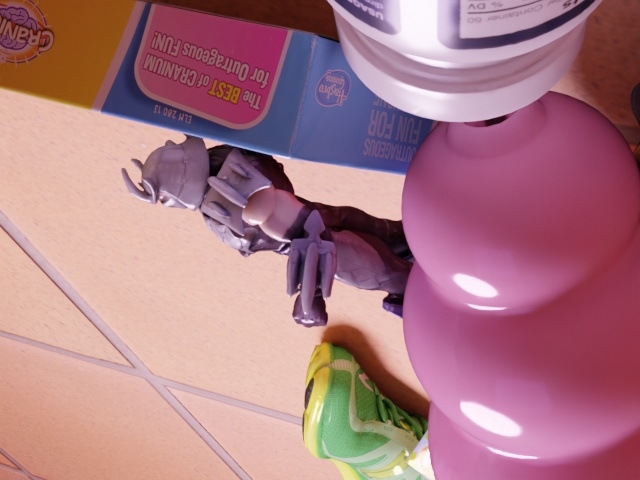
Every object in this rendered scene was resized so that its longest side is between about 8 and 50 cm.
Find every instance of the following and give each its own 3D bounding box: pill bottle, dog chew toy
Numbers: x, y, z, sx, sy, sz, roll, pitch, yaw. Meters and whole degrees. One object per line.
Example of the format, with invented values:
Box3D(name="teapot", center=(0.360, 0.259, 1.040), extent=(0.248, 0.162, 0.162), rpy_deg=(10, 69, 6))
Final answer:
Box3D(name="pill bottle", center=(0.061, -0.170, 0.660), extent=(0.153, 0.153, 0.265), rpy_deg=(22, 156, 14))
Box3D(name="dog chew toy", center=(0.140, 0.055, 0.905), extent=(0.206, 0.207, 0.332), rpy_deg=(9, 138, 37))

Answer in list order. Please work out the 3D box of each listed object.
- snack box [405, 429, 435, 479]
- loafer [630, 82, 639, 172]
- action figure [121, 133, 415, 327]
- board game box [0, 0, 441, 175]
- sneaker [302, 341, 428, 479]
Box3D(name="snack box", center=(0.183, 0.136, 1.129), extent=(0.174, 0.070, 0.207), rpy_deg=(38, 128, 9))
Box3D(name="loafer", center=(0.195, -0.068, 0.849), extent=(0.061, 0.062, 0.170), rpy_deg=(24, 156, 20))
Box3D(name="action figure", center=(0.000, 0.000, 1.017), extent=(0.285, 0.099, 0.185), rpy_deg=(19, -161, -26))
Box3D(name="board game box", center=(-0.085, -0.102, 0.936), extent=(0.316, 0.064, 0.242), rpy_deg=(15, -175, 29))
Box3D(name="sneaker", center=(0.064, 0.187, 1.511), extent=(0.123, 0.109, 0.295), rpy_deg=(-8, 142, 19))
